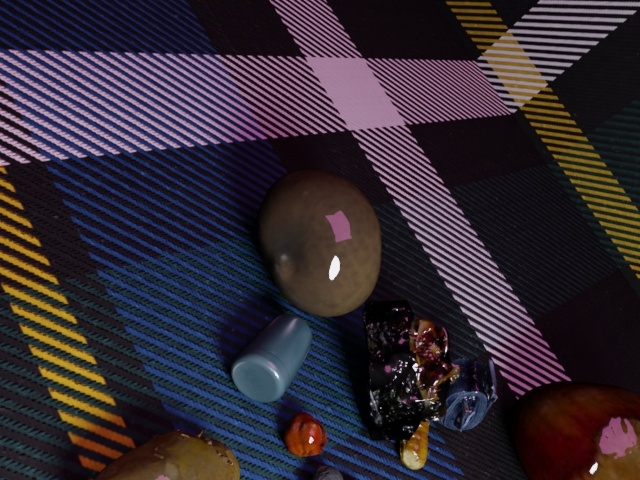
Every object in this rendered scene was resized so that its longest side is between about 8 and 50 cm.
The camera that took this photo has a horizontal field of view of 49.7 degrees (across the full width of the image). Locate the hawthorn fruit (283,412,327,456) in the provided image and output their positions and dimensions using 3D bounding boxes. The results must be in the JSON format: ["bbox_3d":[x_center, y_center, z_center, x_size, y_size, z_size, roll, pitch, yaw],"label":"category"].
[{"bbox_3d":[-0.030,0.386,1.384,0.093,0.093,0.093,24,46,-27],"label":"hawthorn fruit"}]

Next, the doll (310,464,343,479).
[{"bbox_3d":[0.023,0.551,1.239,0.246,0.158,0.340,34,42,-4],"label":"doll"}]

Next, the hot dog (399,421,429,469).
[{"bbox_3d":[0.228,0.396,1.622,0.083,0.068,0.289,38,39,-24],"label":"hot dog"}]

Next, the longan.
[{"bbox_3d":[0.000,0.000,1.574,0.288,0.288,0.350,-1,69,-43],"label":"longan"}]

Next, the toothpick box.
[{"bbox_3d":[-0.092,0.234,1.420,0.120,0.120,0.184,46,37,-4],"label":"toothpick box"}]

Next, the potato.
[{"bbox_3d":[-0.248,0.414,1.122,0.296,0.141,0.191,-23,79,-51],"label":"potato"}]

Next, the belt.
[{"bbox_3d":[0.335,0.378,1.631,0.122,0.218,0.128,3,54,-1],"label":"belt"}]

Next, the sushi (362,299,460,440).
[{"bbox_3d":[0.197,0.284,1.538,0.213,0.215,0.227,-1,29,2],"label":"sushi"}]

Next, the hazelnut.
[{"bbox_3d":[0.678,0.516,1.727,0.421,0.352,0.421,17,26,-9],"label":"hazelnut"}]
